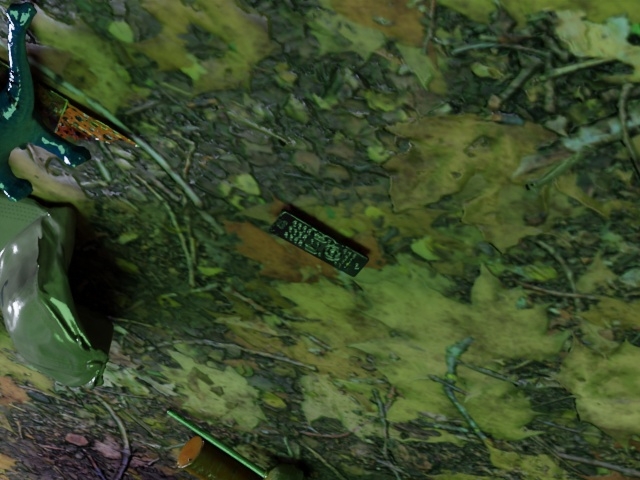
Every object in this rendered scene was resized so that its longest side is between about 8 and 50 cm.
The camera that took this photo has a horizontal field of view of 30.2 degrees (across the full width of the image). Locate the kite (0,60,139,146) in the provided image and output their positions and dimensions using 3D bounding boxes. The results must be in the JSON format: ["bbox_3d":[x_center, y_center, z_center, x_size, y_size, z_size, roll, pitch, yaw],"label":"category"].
[{"bbox_3d":[-0.274,-0.125,1.044,0.222,0.008,0.125,1,140,27],"label":"kite"}]

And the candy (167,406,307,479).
[{"bbox_3d":[-0.101,0.261,1.446,0.202,0.061,0.061,34,144,-3],"label":"candy"}]

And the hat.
[{"bbox_3d":[-0.321,0.061,1.218,0.244,0.149,0.214,2,142,8],"label":"hat"}]

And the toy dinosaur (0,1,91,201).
[{"bbox_3d":[-0.301,-0.086,1.043,0.329,0.076,0.144,-23,117,41],"label":"toy dinosaur"}]

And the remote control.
[{"bbox_3d":[0.000,0.000,1.060,0.091,0.016,0.034,30,128,-12],"label":"remote control"}]

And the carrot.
[{"bbox_3d":[-0.112,0.296,1.494,0.139,0.048,0.048,36,143,-23],"label":"carrot"}]
